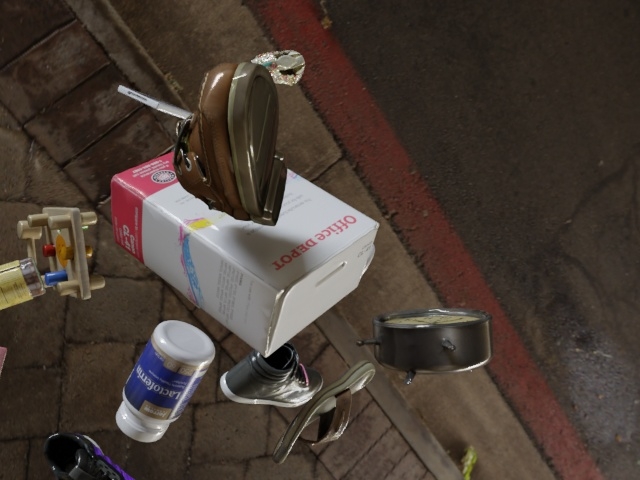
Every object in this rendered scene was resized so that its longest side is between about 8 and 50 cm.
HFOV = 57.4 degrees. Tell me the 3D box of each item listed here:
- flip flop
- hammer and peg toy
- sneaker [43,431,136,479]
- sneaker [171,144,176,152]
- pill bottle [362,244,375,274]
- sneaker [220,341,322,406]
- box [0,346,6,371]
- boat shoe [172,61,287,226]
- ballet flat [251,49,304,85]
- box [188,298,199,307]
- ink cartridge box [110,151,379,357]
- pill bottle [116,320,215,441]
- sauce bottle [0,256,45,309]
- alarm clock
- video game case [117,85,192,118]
[{"bbox_3d":[0.022,0.316,1.070,0.080,0.112,0.277,46,43,17],"label":"flip flop"},{"bbox_3d":[-0.761,0.035,1.707,0.127,0.361,0.265,-11,99,-41],"label":"hammer and peg toy"},{"bbox_3d":[-0.425,0.466,1.108,0.102,0.293,0.146,-50,157,-24],"label":"sneaker"},{"bbox_3d":[-0.308,-0.109,1.222,0.078,0.067,0.188,-9,126,-44],"label":"sneaker"},{"bbox_3d":[0.000,0.000,1.241,0.215,0.117,0.117,34,77,-9],"label":"pill bottle"},{"bbox_3d":[-0.071,0.304,1.344,0.296,0.104,0.147,13,131,-45],"label":"sneaker"},{"bbox_3d":[-0.816,0.282,1.238,0.232,0.127,0.148,18,72,-33],"label":"box"},{"bbox_3d":[-0.096,-0.077,0.576,0.105,0.307,0.110,11,75,1],"label":"boat shoe"},{"bbox_3d":[-0.084,-0.431,1.445,0.241,0.077,0.091,-43,114,-58],"label":"ballet flat"},{"bbox_3d":[-0.289,0.055,1.677,0.113,0.094,0.275,48,54,-18],"label":"box"},{"bbox_3d":[-0.110,-0.011,0.834,0.226,0.306,0.131,-33,149,-44],"label":"ink cartridge box"},{"bbox_3d":[-0.373,0.335,1.385,0.153,0.153,0.264,23,106,-28],"label":"pill bottle"},{"bbox_3d":[-0.885,0.144,1.469,0.345,0.111,0.111,-19,102,-21],"label":"sauce bottle"},{"bbox_3d":[0.134,0.109,0.658,0.192,0.129,0.064,-9,95,-56],"label":"alarm clock"},{"bbox_3d":[-0.448,-0.382,1.660,0.190,0.173,0.022,7,108,-59],"label":"video game case"}]
